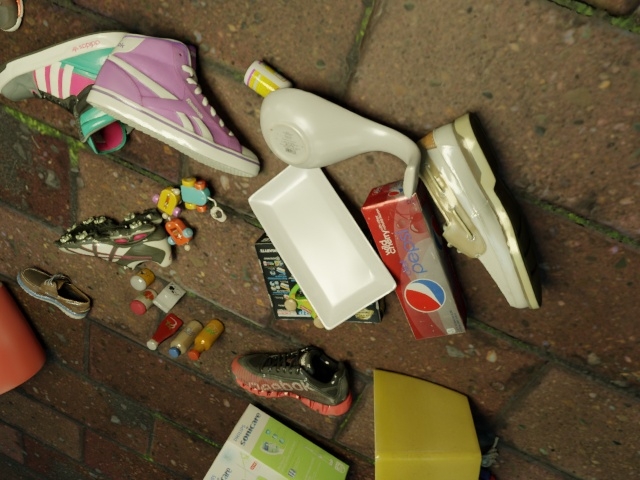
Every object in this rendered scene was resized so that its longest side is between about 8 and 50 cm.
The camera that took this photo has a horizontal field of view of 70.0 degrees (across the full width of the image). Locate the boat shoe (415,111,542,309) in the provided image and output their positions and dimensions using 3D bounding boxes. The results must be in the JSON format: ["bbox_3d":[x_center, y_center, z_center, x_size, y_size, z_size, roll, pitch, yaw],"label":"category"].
[{"bbox_3d":[0.236,-0.031,0.682,0.103,0.113,0.302,-21,97,33],"label":"boat shoe"}]

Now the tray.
[{"bbox_3d":[0.000,0.000,0.772,0.145,0.030,0.270,-36,80,20],"label":"tray"}]

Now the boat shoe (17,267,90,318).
[{"bbox_3d":[-0.641,0.115,1.115,0.183,0.066,0.066,35,120,-13],"label":"boat shoe"}]

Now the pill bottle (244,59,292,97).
[{"bbox_3d":[-0.074,-0.239,0.711,0.083,0.043,0.043,36,124,-1],"label":"pill bottle"}]

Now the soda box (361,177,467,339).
[{"bbox_3d":[0.161,0.032,0.755,0.092,0.083,0.263,-15,112,26],"label":"soda box"}]

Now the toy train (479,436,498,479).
[{"bbox_3d":[0.313,0.536,0.950,0.105,0.143,0.248,19,123,9],"label":"toy train"}]

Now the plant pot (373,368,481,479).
[{"bbox_3d":[0.199,0.402,0.891,0.187,0.212,0.212,0,119,6],"label":"plant pot"}]

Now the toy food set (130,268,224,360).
[{"bbox_3d":[-0.342,0.175,1.008,0.232,0.104,0.111,40,124,-5],"label":"toy food set"}]

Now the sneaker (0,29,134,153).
[{"bbox_3d":[-0.423,-0.236,0.800,0.296,0.124,0.178,-7,106,22],"label":"sneaker"}]

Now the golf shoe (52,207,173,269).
[{"bbox_3d":[-0.438,0.014,0.957,0.273,0.105,0.120,-3,124,22],"label":"golf shoe"}]

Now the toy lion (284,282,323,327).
[{"bbox_3d":[-0.003,0.103,0.827,0.100,0.034,0.096,30,117,2],"label":"toy lion"}]

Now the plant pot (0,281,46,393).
[{"bbox_3d":[-0.891,0.249,1.178,0.275,0.275,0.243,-1,108,21],"label":"plant pot"}]

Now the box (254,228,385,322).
[{"bbox_3d":[0.001,0.068,0.854,0.220,0.051,0.175,-2,117,21],"label":"box"}]

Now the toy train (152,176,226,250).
[{"bbox_3d":[-0.249,-0.058,0.881,0.166,0.046,0.125,-24,109,33],"label":"toy train"}]

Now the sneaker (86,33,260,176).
[{"bbox_3d":[-0.199,-0.220,0.736,0.282,0.102,0.161,28,83,-27],"label":"sneaker"}]

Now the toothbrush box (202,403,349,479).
[{"bbox_3d":[-0.109,0.559,1.089,0.283,0.122,0.206,32,121,3],"label":"toothbrush box"}]

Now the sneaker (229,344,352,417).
[{"bbox_3d":[-0.062,0.276,0.969,0.276,0.097,0.135,12,122,11],"label":"sneaker"}]

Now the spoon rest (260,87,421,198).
[{"bbox_3d":[0.026,-0.146,0.682,0.276,0.084,0.137,24,143,23],"label":"spoon rest"}]

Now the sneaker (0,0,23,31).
[{"bbox_3d":[-0.550,-0.432,0.762,0.061,0.065,0.157,19,123,9],"label":"sneaker"}]
